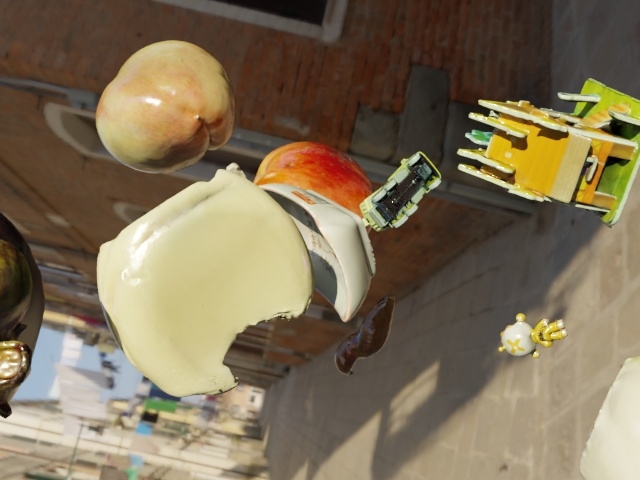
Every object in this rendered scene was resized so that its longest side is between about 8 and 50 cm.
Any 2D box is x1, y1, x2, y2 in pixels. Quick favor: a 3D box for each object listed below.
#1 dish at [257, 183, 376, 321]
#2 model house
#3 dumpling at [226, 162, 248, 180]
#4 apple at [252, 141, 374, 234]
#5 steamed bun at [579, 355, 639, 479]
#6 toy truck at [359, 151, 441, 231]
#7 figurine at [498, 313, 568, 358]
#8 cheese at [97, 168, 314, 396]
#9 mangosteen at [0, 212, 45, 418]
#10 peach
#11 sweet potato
[{"bbox_3d":[0.000,0.000,1.076,0.212,0.077,0.151,33,143,56],"label":"dish"},{"bbox_3d":[0.421,-0.217,1.548,0.358,0.313,0.242,-98,23,-67],"label":"model house"},{"bbox_3d":[-0.145,-0.033,1.231,0.118,0.136,0.199,50,160,41],"label":"dumpling"},{"bbox_3d":[-0.008,-0.101,1.533,0.163,0.251,0.293,-59,15,18],"label":"apple"},{"bbox_3d":[0.618,0.362,1.346,0.309,0.309,0.309,-167,90,-88],"label":"steamed bun"},{"bbox_3d":[0.138,-0.082,1.446,0.169,0.077,0.100,-47,9,-31],"label":"toy truck"},{"bbox_3d":[0.466,0.215,1.723,0.068,0.143,0.101,-42,-47,-64],"label":"figurine"},{"bbox_3d":[-0.136,0.051,0.973,0.233,0.266,0.127,62,158,-12],"label":"cheese"},{"bbox_3d":[-0.416,0.088,0.838,0.306,0.359,0.306,6,-90,-75],"label":"mangosteen"},{"bbox_3d":[-0.310,-0.270,1.599,0.247,0.292,0.292,61,-167,-18],"label":"peach"},{"bbox_3d":[0.079,0.166,1.340,0.202,0.055,0.058,-56,30,35],"label":"sweet potato"}]
